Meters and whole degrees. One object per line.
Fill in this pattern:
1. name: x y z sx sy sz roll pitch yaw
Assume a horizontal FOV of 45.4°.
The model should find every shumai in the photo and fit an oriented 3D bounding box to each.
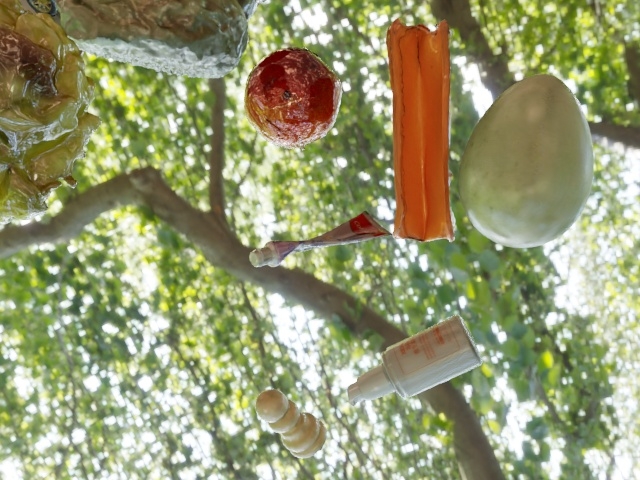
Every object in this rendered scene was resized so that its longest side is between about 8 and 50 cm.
1. shumai: -0.193 -0.319 0.955 0.225 0.221 0.261 12 -179 26

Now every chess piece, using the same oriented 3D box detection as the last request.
1. chess piece: -0.066 0.366 1.573 0.094 0.170 0.094 -24 -144 19

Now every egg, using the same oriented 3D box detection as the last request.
1. egg: 0.348 -0.134 1.290 0.219 0.295 0.218 9 -173 -1

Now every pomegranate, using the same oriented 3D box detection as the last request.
1. pomegranate: -0.056 -0.289 1.597 0.210 0.235 0.210 -3 -116 6

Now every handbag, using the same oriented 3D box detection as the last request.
1. handbag: 0.201 -0.213 1.478 0.116 0.410 0.303 0 -170 11

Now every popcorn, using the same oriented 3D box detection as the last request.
1. popcorn: -0.319 -0.121 0.733 0.218 0.189 0.169 -44 -152 -3

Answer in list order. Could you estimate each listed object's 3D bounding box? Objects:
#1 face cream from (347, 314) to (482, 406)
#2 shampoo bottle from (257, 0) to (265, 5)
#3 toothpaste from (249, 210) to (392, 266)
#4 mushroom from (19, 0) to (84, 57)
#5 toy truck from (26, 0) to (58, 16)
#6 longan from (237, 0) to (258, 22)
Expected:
1. face cream: 0.161 0.231 1.396 0.252 0.101 0.101 -27 -157 10
2. shampoo bottle: -0.204 -0.674 1.689 0.273 0.266 0.273 1 171 0
3. toothpaste: 0.000 0.000 1.421 0.301 0.048 0.075 -16 -159 -37
4. mushroom: -0.476 -0.301 1.270 0.151 0.156 0.285 131 -27 -59
5. toy truck: -0.323 -0.420 1.179 0.367 0.175 0.146 21 -128 2
6. longan: -0.229 -0.490 1.419 0.258 0.258 0.258 -16 -156 7
